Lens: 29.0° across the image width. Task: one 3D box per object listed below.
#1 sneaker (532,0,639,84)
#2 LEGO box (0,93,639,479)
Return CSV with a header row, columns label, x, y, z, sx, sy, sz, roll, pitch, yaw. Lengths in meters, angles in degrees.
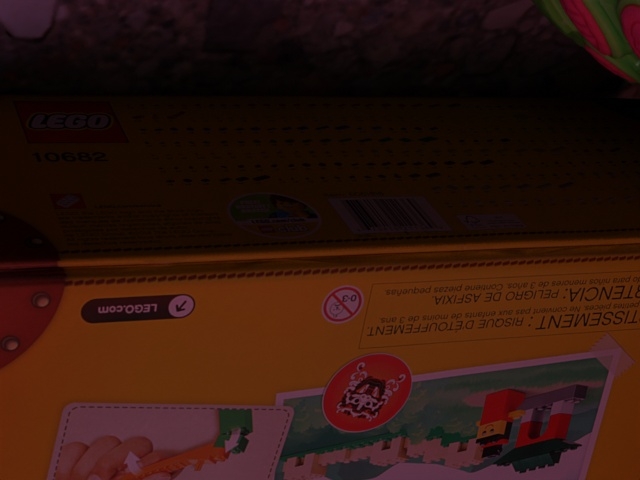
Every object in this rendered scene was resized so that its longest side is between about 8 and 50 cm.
label,x,y,z,sx,sy,sz,roll,pitch,yaw
sneaker,0.265,-0.153,0.704,0.482,0.185,0.202,19,110,-47
LEGO box,-0.001,0.115,0.760,0.500,0.193,0.373,-2,121,-22
